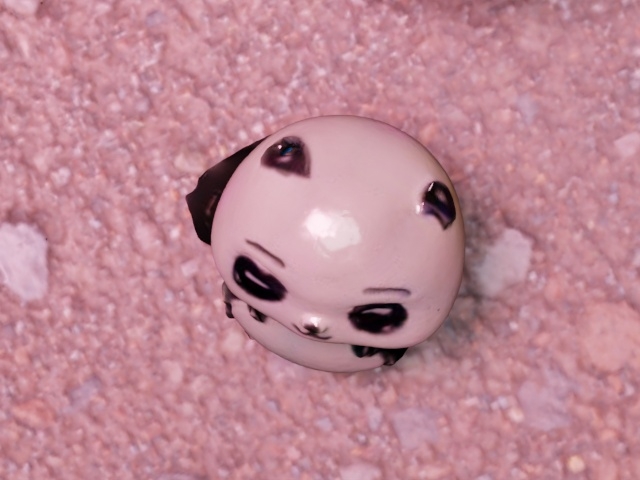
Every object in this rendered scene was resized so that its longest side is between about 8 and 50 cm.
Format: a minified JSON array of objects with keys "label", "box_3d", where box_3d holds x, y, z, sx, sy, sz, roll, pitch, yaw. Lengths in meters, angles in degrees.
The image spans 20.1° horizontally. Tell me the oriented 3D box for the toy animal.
[{"label":"toy animal","box_3d":[0.000,0.000,1.040,0.166,0.179,0.138,15,81,-4]}]
